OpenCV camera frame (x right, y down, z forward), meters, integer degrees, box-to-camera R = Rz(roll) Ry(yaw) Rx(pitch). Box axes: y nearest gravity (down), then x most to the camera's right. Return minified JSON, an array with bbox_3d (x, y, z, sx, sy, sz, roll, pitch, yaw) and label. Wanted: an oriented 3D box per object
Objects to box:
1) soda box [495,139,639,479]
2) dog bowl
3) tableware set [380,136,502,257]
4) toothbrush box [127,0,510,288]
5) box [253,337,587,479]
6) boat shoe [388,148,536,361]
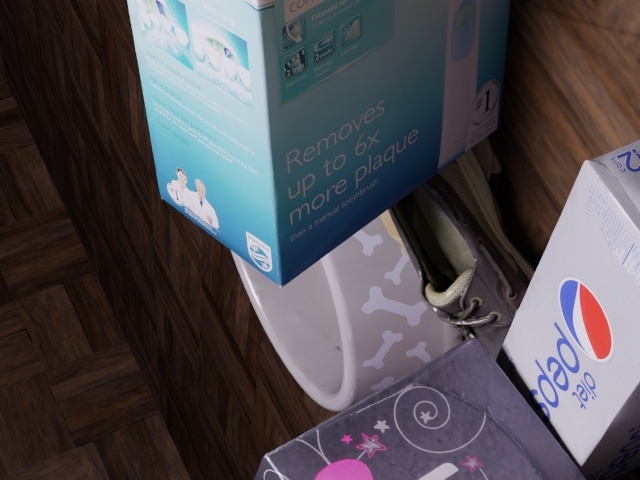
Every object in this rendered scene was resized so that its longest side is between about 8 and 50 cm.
[{"bbox_3d":[0.176,0.050,0.727,0.091,0.098,0.286,60,160,25],"label":"soda box"},{"bbox_3d":[0.000,0.000,1.199,0.348,0.102,0.348,57,160,34],"label":"dog bowl"},{"bbox_3d":[0.061,-0.071,0.981,0.141,0.020,0.168,56,137,14],"label":"tableware set"},{"bbox_3d":[0.005,-0.155,0.773,0.126,0.216,0.295,34,145,32],"label":"toothbrush box"},{"bbox_3d":[0.085,0.211,0.755,0.247,0.163,0.142,53,152,21],"label":"box"},{"bbox_3d":[0.103,0.028,0.915,0.080,0.073,0.223,-24,94,50],"label":"boat shoe"}]
